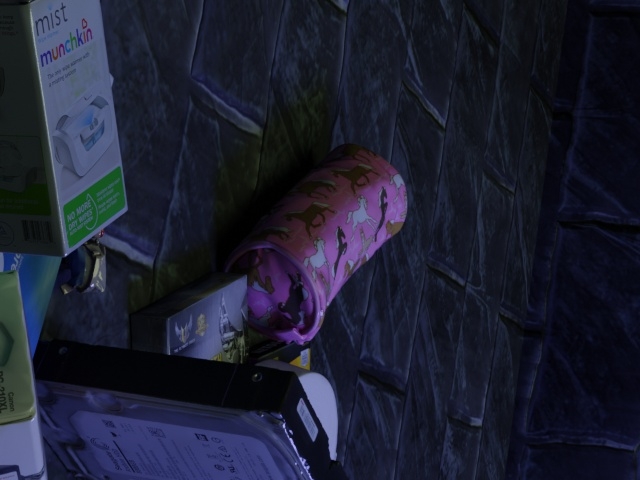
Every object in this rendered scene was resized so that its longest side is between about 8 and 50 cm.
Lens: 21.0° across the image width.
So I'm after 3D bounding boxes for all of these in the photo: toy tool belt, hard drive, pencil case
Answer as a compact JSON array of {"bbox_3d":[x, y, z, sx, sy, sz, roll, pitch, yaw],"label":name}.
[{"bbox_3d":[-0.271,0.020,1.954,0.051,0.052,0.083,-1,90,-23],"label":"toy tool belt"},{"bbox_3d":[-0.157,0.210,1.890,0.237,0.339,0.064,68,36,-49],"label":"hard drive"},{"bbox_3d":[0.000,0.000,2.465,0.167,0.160,0.386,-60,174,34],"label":"pencil case"}]

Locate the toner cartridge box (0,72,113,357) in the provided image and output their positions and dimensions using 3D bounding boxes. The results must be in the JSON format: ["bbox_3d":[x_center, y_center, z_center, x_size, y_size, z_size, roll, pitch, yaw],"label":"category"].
[{"bbox_3d":[-0.322,-0.057,1.785,0.165,0.075,0.347,52,47,-60],"label":"toner cartridge box"}]

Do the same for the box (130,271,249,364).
[{"bbox_3d":[-0.163,0.155,2.229,0.231,0.056,0.183,-29,121,-64],"label":"box"}]

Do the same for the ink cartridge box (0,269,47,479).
[{"bbox_3d":[-0.317,0.169,1.641,0.237,0.100,0.172,95,-16,-51],"label":"ink cartridge box"}]

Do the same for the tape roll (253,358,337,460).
[{"bbox_3d":[-0.088,0.352,2.338,0.392,0.072,0.392,16,90,-69],"label":"tape roll"}]

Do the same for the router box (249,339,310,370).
[{"bbox_3d":[-0.070,0.214,2.475,0.179,0.046,0.133,-20,112,-65],"label":"router box"}]

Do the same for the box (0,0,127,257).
[{"bbox_3d":[-0.326,-0.118,1.525,0.127,0.262,0.231,-44,133,-59],"label":"box"}]
